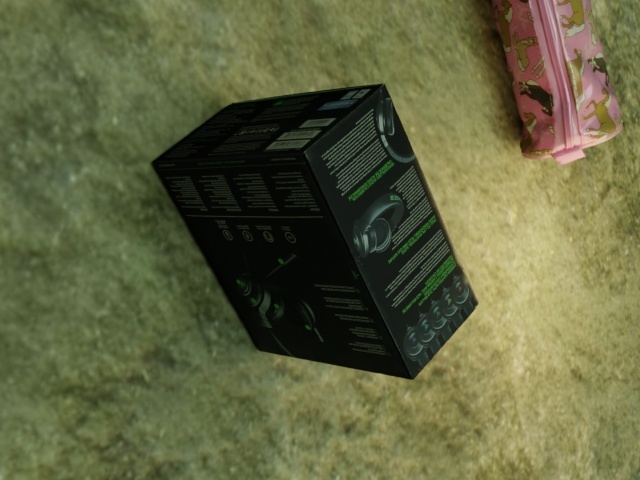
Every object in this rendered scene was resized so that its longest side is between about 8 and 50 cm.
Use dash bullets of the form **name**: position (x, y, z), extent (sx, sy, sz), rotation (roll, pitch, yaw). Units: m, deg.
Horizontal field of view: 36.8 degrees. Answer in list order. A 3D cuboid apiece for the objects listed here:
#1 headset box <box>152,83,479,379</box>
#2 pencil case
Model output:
- **headset box**: position (0.000, 0.000, 1.002), extent (0.131, 0.246, 0.283), rotation (-43, 118, -33)
- **pencil case**: position (0.313, -0.305, 1.341), extent (0.167, 0.160, 0.386), rotation (-30, 112, -29)
